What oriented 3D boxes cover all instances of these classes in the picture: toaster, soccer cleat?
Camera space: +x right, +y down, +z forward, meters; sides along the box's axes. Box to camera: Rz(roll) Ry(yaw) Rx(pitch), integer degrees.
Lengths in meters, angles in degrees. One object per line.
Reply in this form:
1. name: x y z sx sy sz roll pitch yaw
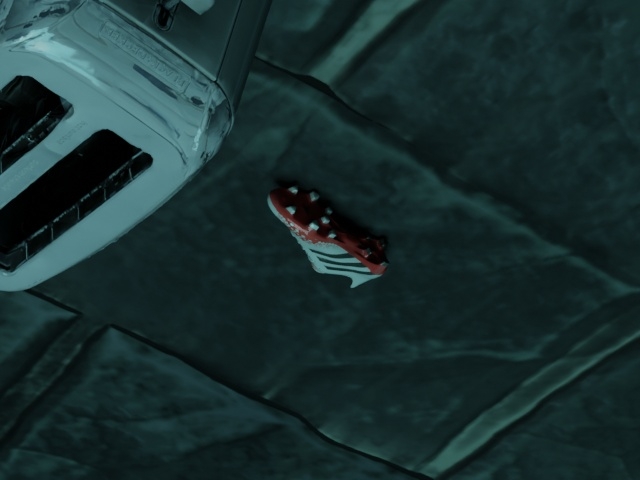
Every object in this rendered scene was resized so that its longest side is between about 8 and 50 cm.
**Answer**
1. toaster: -0.119 -0.079 0.722 0.129 0.146 0.227 36 132 -27
2. soccer cleat: 0.000 0.000 0.883 0.083 0.029 0.035 30 131 -29
